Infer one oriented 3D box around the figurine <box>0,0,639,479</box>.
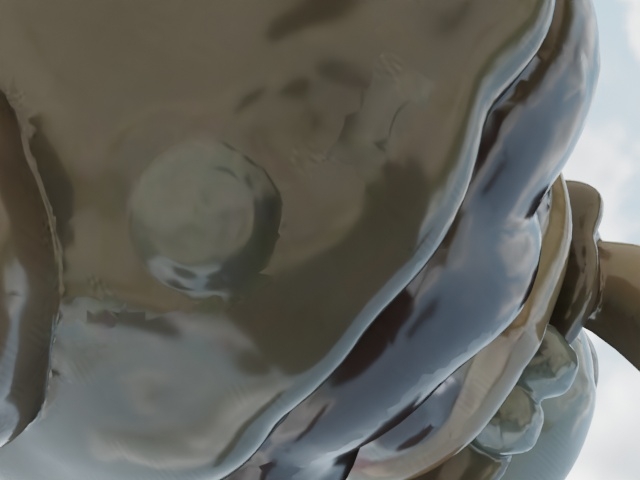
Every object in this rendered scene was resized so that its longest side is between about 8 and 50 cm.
[{"bbox_3d":[0.001,0.001,0.571,0.203,0.380,0.248,24,-103,35],"label":"figurine"}]
